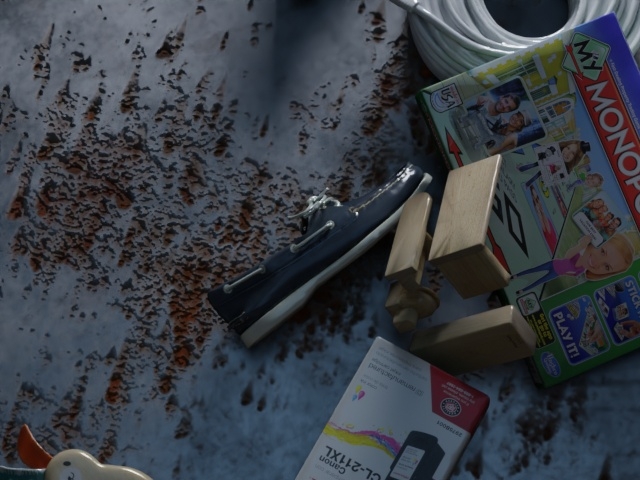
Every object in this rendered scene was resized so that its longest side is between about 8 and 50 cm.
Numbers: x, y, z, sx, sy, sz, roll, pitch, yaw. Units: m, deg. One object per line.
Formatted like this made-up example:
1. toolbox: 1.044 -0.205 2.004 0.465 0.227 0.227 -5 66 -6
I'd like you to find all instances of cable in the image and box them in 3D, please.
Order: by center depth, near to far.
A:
1. cable: 0.217 -0.256 1.587 0.257 0.089 0.257 -36 76 -11

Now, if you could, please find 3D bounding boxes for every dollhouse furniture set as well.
1. dollhouse furniture set: 0.141 0.029 1.458 0.144 0.151 0.123 -19 37 32

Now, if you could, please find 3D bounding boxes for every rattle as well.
1. rattle: -0.230 0.246 1.403 0.130 0.143 0.199 -44 82 6

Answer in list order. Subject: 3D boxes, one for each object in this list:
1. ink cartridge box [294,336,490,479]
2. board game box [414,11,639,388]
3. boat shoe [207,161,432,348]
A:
1. ink cartridge box: 0.066 0.203 1.444 0.127 0.072 0.175 28 74 9
2. board game box: 0.252 -0.041 1.491 0.213 0.046 0.317 -23 90 -6
3. boat shoe: 0.000 0.000 1.505 0.254 0.095 0.079 -41 87 -3
